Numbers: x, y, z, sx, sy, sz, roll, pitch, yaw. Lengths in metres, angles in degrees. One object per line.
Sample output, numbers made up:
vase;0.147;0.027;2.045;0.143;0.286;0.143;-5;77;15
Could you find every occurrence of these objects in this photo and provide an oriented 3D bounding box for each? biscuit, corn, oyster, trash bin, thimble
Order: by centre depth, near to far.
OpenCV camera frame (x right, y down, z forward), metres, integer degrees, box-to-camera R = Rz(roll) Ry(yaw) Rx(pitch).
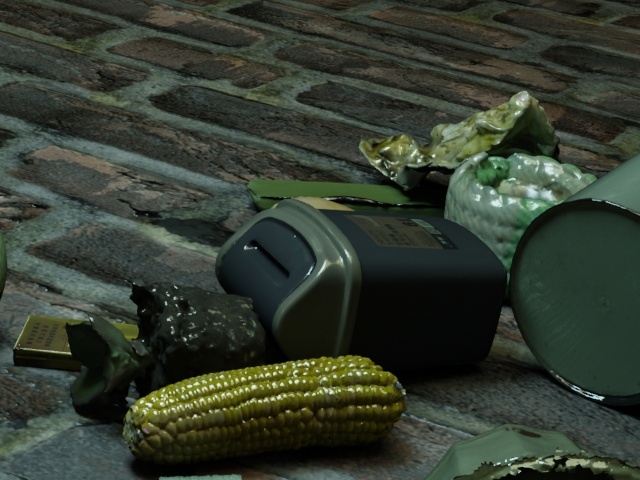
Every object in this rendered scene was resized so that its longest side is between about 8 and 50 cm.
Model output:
corn;-0.057;0.175;1.657;0.292;0.101;0.101;-8;26;-22
trash bin;0.045;0.057;1.858;0.290;0.182;0.209;0;22;-28
trash bin;0.441;0.008;1.954;0.280;0.280;0.432;22;30;33
thimble;0.258;-0.018;2.122;0.219;0.150;0.219;6;23;-3
biscuit;0.056;-0.055;2.305;0.323;0.038;0.099;2;18;-11
oyster;0.211;-0.132;2.305;0.238;0.114;0.351;-2;-9;-21

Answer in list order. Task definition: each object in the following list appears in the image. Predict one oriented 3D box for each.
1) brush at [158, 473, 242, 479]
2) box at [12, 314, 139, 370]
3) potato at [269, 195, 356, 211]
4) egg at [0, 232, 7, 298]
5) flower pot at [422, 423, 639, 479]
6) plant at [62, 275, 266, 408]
brush;-0.093;0.273;1.509;0.083;0.011;0.205;0;24;-16
box;-0.268;0.116;1.827;0.133;0.023;0.090;5;24;-2
potato;0.003;0.000;2.081;0.147;0.112;0.112;9;21;-11
egg;-0.428;0.038;1.779;0.177;0.177;0.228;0;35;-14
flower pot;0.167;0.265;1.290;0.290;0.290;0.259;5;12;-2
plant;-0.163;0.117;1.717;0.203;0.142;0.131;2;35;-31
